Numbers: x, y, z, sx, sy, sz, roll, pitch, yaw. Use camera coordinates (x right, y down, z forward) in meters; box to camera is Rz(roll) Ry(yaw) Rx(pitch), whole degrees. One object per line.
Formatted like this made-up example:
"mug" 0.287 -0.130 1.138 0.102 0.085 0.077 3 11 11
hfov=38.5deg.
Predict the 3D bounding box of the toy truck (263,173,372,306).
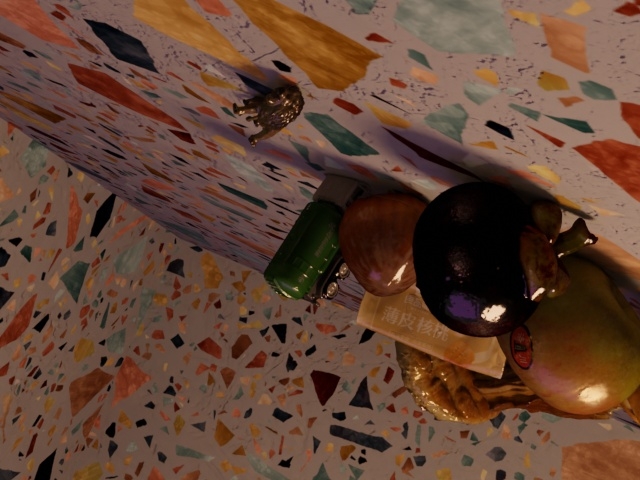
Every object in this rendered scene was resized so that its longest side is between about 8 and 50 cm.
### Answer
"toy truck" 0.000 0.000 1.588 0.101 0.243 0.125 16 156 43

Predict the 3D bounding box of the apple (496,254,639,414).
"apple" 0.388 0.141 1.423 0.261 0.194 0.261 43 -159 -22

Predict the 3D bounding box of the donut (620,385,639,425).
"donut" 0.674 0.304 1.501 0.449 0.198 0.449 39 -177 -3

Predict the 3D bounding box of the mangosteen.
"mangosteen" 0.247 0.021 1.235 0.249 0.212 0.211 -9 162 14

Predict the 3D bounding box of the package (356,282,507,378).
"package" 0.252 0.106 1.814 0.311 0.221 0.165 21 151 16

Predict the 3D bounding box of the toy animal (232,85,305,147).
"toy animal" -0.083 -0.174 1.291 0.069 0.086 0.219 67 165 -12

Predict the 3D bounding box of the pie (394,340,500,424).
"pie" 0.297 0.238 1.964 0.339 0.340 0.083 28 149 -27

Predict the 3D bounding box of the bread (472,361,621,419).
"bread" 0.527 0.264 1.887 0.369 0.192 0.314 13 160 -28

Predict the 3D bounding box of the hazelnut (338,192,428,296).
"hazelnut" 0.108 0.001 1.509 0.182 0.182 0.182 24 172 4
